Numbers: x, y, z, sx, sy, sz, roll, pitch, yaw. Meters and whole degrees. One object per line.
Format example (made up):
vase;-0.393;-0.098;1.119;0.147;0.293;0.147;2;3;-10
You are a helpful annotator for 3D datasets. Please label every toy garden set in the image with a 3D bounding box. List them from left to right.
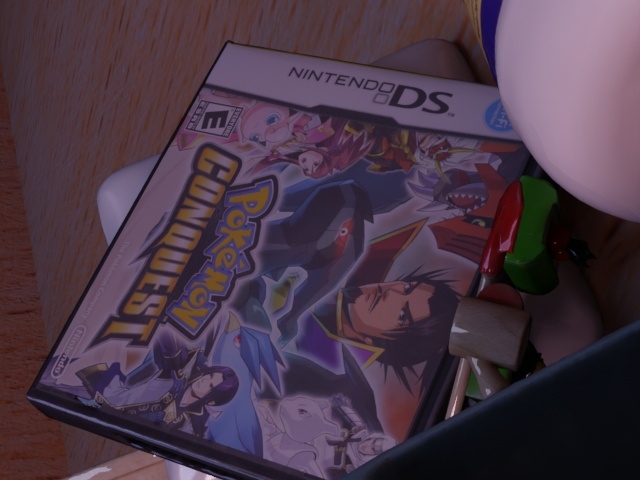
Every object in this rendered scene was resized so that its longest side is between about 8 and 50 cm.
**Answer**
toy garden set;0.087;0.091;0.632;0.204;0.049;0.244;38;-113;-73

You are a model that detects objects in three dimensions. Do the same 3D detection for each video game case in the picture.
video game case;-0.009;0.011;0.791;0.275;0.248;0.035;-63;-31;-22

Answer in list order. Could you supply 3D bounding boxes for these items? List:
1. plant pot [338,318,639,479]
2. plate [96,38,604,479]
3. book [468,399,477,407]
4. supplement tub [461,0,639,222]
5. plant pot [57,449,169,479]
plant pot;0.195;0.142;0.415;0.252;0.247;0.248;67;159;-3
plate;0.000;0.000;0.853;0.045;0.278;0.277;64;-176;-51
book;0.141;0.145;0.832;0.096;0.035;0.144;134;127;-62
supplement tub;0.135;-0.197;0.484;0.241;0.241;0.331;114;146;-52
plant pot;-0.030;0.284;0.970;0.305;0.334;0.334;70;157;8
